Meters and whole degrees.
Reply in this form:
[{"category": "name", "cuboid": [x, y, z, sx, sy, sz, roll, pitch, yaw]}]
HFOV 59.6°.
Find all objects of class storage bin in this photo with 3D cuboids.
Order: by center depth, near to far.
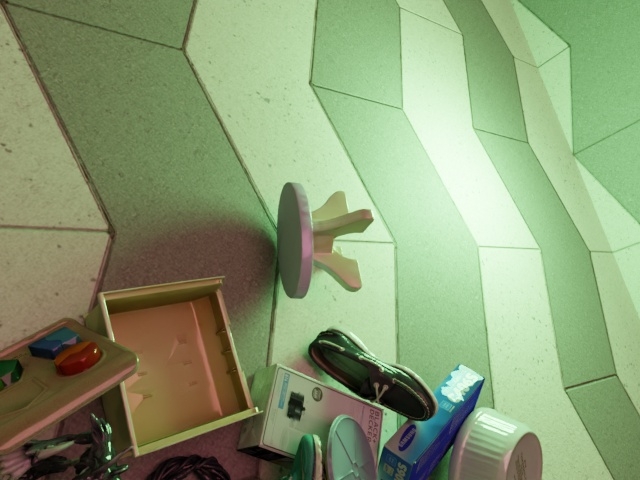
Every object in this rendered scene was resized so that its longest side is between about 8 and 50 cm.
[{"category": "storage bin", "cuboid": [-0.256, 0.218, 0.998, 0.260, 0.123, 0.262, -6, 71, -42]}]

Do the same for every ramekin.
[{"category": "ramekin", "cuboid": [0.426, 0.546, 1.334, 0.273, 0.127, 0.272, -2, 93, -46]}]

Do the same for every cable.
[{"category": "cable", "cuboid": [-0.229, 0.444, 0.954, 0.184, 0.047, 0.150, 18, 57, -32]}]

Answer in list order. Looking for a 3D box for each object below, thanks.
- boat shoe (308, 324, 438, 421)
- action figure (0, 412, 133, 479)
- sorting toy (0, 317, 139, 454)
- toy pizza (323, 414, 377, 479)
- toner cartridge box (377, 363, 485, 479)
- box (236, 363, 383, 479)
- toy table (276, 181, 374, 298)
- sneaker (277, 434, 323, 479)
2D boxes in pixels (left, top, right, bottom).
[{"category": "boat shoe", "cuboid": [0.106, 0.301, 1.206, 0.302, 0.114, 0.091, 28, 30, 24]}, {"category": "action figure", "cuboid": [-0.345, 0.336, 0.750, 0.141, 0.276, 0.164, -14, 78, -45]}, {"category": "sorting toy", "cuboid": [-0.442, 0.210, 0.784, 0.307, 0.229, 0.041, -31, 122, -39]}, {"category": "toy pizza", "cuboid": [0.053, 0.433, 1.051, 0.201, 0.032, 0.201, 48, 32, -44]}, {"category": "toner cartridge box", "cuboid": [0.254, 0.442, 1.281, 0.075, 0.165, 0.348, 26, 34, 31]}, {"category": "box", "cuboid": [-0.010, 0.384, 1.144, 0.290, 0.087, 0.169, 31, 51, -25]}, {"category": "toy table", "cuboid": [0.000, 0.000, 1.273, 0.161, 0.252, 0.274, 3, 74, -21]}, {"category": "sneaker", "cuboid": [-0.070, 0.473, 0.986, 0.110, 0.107, 0.275, 24, 78, -5]}]
